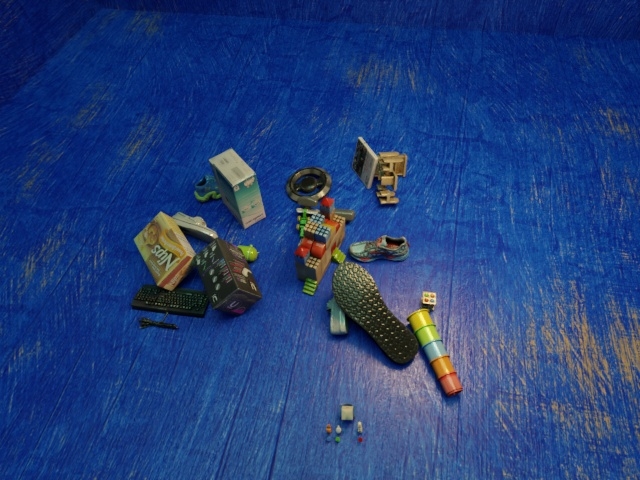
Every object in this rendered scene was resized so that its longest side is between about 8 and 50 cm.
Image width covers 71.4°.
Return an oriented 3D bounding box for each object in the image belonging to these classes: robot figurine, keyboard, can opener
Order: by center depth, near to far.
[{"bbox_3d":[-0.627,0.276,1.834,0.318,0.033,0.201,5,54,8],"label":"keyboard"},{"bbox_3d":[-0.329,0.058,1.954,0.115,0.067,0.101,7,43,8],"label":"robot figurine"},{"bbox_3d":[0.021,-0.141,2.064,0.281,0.093,0.074,10,21,9],"label":"can opener"}]

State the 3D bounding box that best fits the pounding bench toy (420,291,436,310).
[{"bbox_3d":[0.433,0.229,1.785,0.052,0.065,0.083,5,54,7],"label":"pounding bench toy"}]

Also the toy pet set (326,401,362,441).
[{"bbox_3d":[0.084,0.623,1.533,0.122,0.065,0.114,0,88,6],"label":"toy pet set"}]

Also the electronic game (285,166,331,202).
[{"bbox_3d":[-0.058,-0.274,2.195,0.230,0.048,0.229,-6,56,8],"label":"electronic game"}]

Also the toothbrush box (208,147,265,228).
[{"bbox_3d":[-0.374,-0.233,2.031,0.126,0.295,0.216,-33,59,-18],"label":"toothbrush box"}]

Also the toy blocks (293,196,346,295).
[{"bbox_3d":[0.000,0.000,1.858,0.191,0.260,0.381,20,58,17],"label":"toy blocks"}]

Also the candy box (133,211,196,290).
[{"bbox_3d":[-0.667,0.042,1.921,0.183,0.087,0.316,-45,56,4],"label":"candy box"}]

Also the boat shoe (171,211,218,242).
[{"bbox_3d":[-0.572,-0.066,2.049,0.268,0.096,0.088,16,60,25],"label":"boat shoe"}]

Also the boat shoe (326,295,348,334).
[{"bbox_3d":[0.061,0.267,1.768,0.081,0.079,0.227,-11,53,12],"label":"boat shoe"}]

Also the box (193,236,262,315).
[{"bbox_3d":[-0.375,0.147,1.800,0.143,0.165,0.270,-39,57,12],"label":"box"}]

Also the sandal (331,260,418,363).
[{"bbox_3d":[0.191,0.281,1.711,0.168,0.107,0.445,-35,80,-9],"label":"sandal"}]

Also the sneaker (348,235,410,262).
[{"bbox_3d":[0.250,0.018,1.914,0.262,0.125,0.104,-2,53,2],"label":"sneaker"}]

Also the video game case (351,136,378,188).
[{"bbox_3d":[0.214,-0.377,2.168,0.022,0.190,0.173,-16,54,-21],"label":"video game case"}]

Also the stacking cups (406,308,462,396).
[{"bbox_3d":[0.416,0.411,1.637,0.096,0.096,0.316,-14,55,-7],"label":"stacking cups"}]

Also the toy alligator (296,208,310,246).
[{"bbox_3d":[-0.079,-0.049,2.030,0.056,0.051,0.189,5,78,7],"label":"toy alligator"}]

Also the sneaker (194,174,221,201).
[{"bbox_3d":[-0.500,-0.270,2.169,0.240,0.126,0.091,-23,56,-13],"label":"sneaker"}]

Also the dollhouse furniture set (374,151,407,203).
[{"bbox_3d":[0.349,-0.318,2.110,0.161,0.212,0.242,-3,32,-5],"label":"dollhouse furniture set"}]
